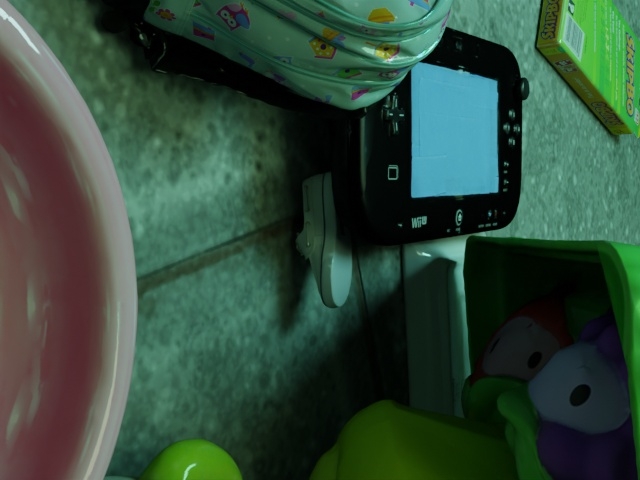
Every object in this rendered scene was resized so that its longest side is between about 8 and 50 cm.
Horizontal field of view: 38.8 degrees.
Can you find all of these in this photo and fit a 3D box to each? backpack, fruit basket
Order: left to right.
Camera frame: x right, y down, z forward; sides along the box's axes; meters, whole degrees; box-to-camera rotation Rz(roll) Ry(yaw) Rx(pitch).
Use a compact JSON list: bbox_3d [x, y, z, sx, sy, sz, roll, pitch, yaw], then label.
[{"bbox_3d":[-0.016,-0.153,0.529,0.182,0.115,0.152,27,66,-9],"label":"backpack"},{"bbox_3d":[0.122,0.139,0.603,0.392,0.392,0.282,-5,91,-52],"label":"fruit basket"}]

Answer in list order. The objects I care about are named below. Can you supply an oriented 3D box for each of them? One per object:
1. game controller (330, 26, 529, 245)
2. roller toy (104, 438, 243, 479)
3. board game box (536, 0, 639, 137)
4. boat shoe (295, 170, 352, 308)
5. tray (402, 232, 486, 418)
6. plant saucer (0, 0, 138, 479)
[{"bbox_3d":[0.099,-0.086,0.734,0.319,0.067,0.166,-7,89,-58],"label":"game controller"},{"bbox_3d":[-0.077,0.225,0.457,0.191,0.146,0.209,-17,103,-50],"label":"roller toy"},{"bbox_3d":[0.332,-0.226,1.086,0.259,0.039,0.124,27,68,-45],"label":"board game box"},{"bbox_3d":[0.000,0.000,0.653,0.035,0.035,0.100,18,67,-62],"label":"boat shoe"},{"bbox_3d":[0.129,0.125,0.818,0.145,0.030,0.270,-4,92,-51],"label":"tray"},{"bbox_3d":[-0.215,0.042,0.317,0.332,0.084,0.332,-13,107,-52],"label":"plant saucer"}]
